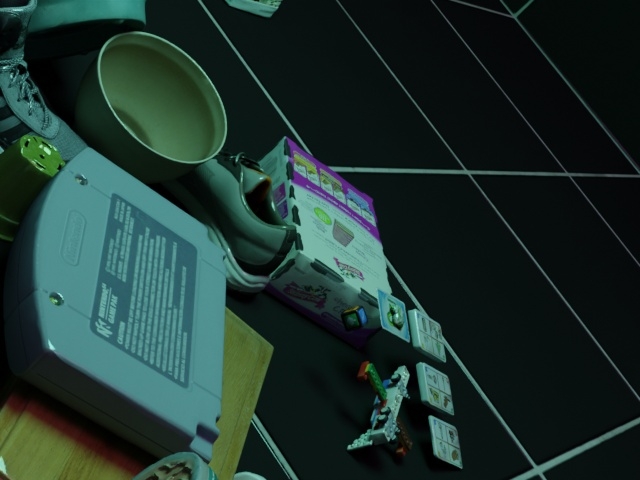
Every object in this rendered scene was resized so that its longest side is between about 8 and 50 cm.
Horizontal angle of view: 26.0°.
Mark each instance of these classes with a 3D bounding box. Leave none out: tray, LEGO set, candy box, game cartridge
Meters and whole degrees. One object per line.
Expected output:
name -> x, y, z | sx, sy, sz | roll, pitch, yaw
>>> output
tray -> -0.165, 0.150, 1.165 | 0.203, 0.076, 0.411 | 42, 24, -13
LEGO set -> 0.082, 0.155, 1.552 | 0.244, 0.060, 0.182 | 32, 45, -58
candy box -> 0.000, 0.000, 1.665 | 0.159, 0.071, 0.233 | 34, 27, -28
game cartridge -> -0.169, 0.046, 1.166 | 0.196, 0.060, 0.294 | 39, 25, -25

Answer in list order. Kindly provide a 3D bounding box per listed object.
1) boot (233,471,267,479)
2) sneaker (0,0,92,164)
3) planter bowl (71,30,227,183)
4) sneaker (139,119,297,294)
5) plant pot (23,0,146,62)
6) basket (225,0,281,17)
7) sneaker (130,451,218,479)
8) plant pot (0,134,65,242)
boot -> -0.027, 0.291, 1.189 | 0.086, 0.069, 0.190 | 41, 28, -65
sneaker -> -0.296, -0.157, 1.317 | 0.269, 0.153, 0.101 | 35, 27, -26
planter bowl -> -0.196, -0.124, 1.466 | 0.162, 0.109, 0.162 | 28, 43, -30
sneaker -> -0.114, -0.072, 1.546 | 0.100, 0.108, 0.271 | -1, 51, -57
plant pot -> -0.287, -0.298, 1.447 | 0.293, 0.293, 0.196 | -12, 89, -63
basket -> -0.115, -0.440, 2.108 | 0.113, 0.103, 0.167 | 6, 47, -54
sneaker -> -0.119, 0.293, 0.925 | 0.121, 0.108, 0.302 | 46, 48, -33
plant pot -> -0.279, -0.055, 1.281 | 0.083, 0.079, 0.083 | 37, 25, -21
